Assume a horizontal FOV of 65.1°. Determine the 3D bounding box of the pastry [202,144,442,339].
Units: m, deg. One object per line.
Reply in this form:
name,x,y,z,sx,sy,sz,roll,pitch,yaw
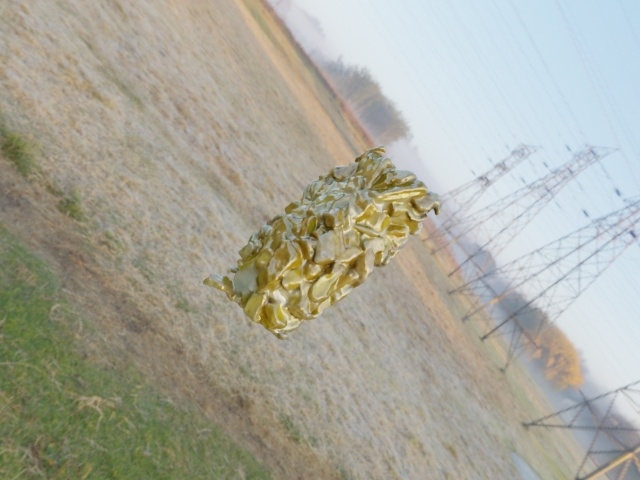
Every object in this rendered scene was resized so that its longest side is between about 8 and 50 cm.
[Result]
pastry,0.000,0.000,0.540,0.154,0.250,0.102,36,-21,57
